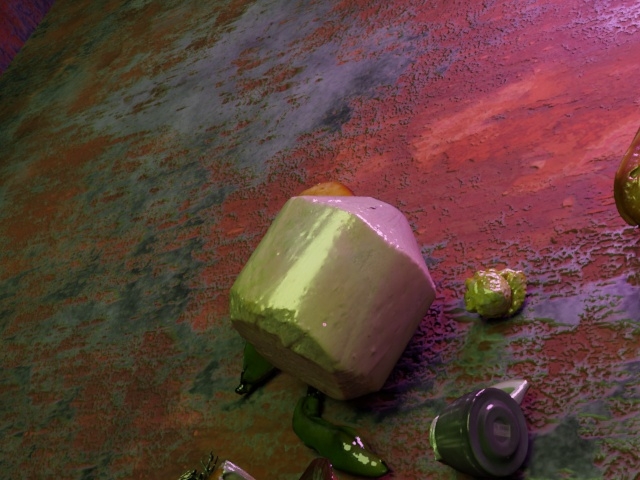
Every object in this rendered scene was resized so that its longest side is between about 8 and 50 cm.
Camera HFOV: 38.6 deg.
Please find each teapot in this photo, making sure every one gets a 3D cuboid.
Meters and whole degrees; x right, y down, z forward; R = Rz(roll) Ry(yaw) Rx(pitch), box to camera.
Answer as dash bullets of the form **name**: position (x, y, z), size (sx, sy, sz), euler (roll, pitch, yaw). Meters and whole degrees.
- **teapot**: position (0.173, 0.207, 0.989), size (0.090, 0.124, 0.092), euler (-22, 77, 48)

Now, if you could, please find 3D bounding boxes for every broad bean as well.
- **broad bean**: position (0.012, 0.240, 1.116), size (0.061, 0.046, 0.195), euler (-46, 33, -4)
- **broad bean**: position (-0.066, 0.120, 1.277), size (0.214, 0.070, 0.048), euler (-63, 7, 6)

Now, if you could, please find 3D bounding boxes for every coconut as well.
- **coconut**: position (0.024, 0.054, 1.148), size (0.239, 0.239, 0.244), euler (13, 61, 49)

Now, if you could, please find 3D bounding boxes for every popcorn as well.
- **popcorn**: position (0.214, 0.065, 1.115), size (0.083, 0.060, 0.068), euler (-15, 6, -4)

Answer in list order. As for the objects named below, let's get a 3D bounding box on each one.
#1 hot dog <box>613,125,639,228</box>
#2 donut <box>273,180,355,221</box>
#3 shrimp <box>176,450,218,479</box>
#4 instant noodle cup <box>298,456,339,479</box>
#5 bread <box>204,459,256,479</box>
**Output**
- **hot dog**: position (0.464, -0.139, 1.058), size (0.158, 0.117, 0.349), euler (3, 54, 51)
- **donut**: position (0.000, 0.000, 1.370), size (0.166, 0.073, 0.184), euler (-38, 35, 2)
- **shrimp**: position (-0.171, 0.346, 1.150), size (0.073, 0.074, 0.190), euler (-50, 6, 50)
- **instant noodle cup**: position (-0.006, 0.359, 0.911), size (0.274, 0.090, 0.274), euler (-157, 90, -83)
- **bread**: position (-0.122, 0.358, 0.980), size (0.192, 0.109, 0.210), euler (124, 167, -53)
